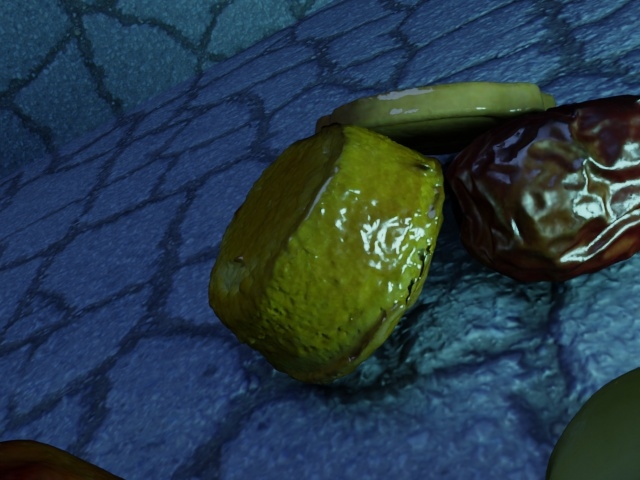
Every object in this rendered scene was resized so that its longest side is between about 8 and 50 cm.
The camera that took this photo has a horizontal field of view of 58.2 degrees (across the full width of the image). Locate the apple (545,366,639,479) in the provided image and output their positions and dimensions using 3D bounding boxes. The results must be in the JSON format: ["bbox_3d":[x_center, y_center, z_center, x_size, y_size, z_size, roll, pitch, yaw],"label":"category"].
[{"bbox_3d":[0.261,0.183,0.403,0.200,0.200,0.200,-21,34,15],"label":"apple"}]

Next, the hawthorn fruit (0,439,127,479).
[{"bbox_3d":[-0.287,0.334,0.532,0.295,0.311,0.295,-33,30,21],"label":"hawthorn fruit"}]

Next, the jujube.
[{"bbox_3d":[0.330,-0.071,0.687,0.342,0.216,0.216,-20,33,2],"label":"jujube"}]

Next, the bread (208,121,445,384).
[{"bbox_3d":[-0.002,0.001,0.758,0.337,0.204,0.358,-57,18,-15],"label":"bread"}]

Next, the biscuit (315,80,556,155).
[{"bbox_3d":[0.176,-0.165,0.844,0.312,0.057,0.351,-3,1,35],"label":"biscuit"}]

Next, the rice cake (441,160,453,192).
[{"bbox_3d":[0.295,-0.126,0.910,0.270,0.055,0.049,-14,29,17],"label":"rice cake"}]
